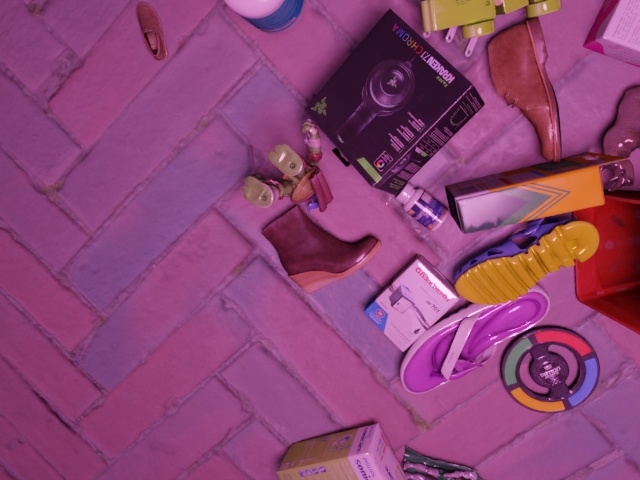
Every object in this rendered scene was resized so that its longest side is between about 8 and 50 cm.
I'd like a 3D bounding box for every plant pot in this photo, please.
[{"bbox_3d":[0.714,0.022,1.006,0.235,0.267,0.267,-8,102,-2],"label":"plant pot"}]

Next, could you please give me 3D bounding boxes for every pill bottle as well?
[{"bbox_3d":[0.237,-0.081,1.141,0.120,0.067,0.067,38,106,-1],"label":"pill bottle"},{"bbox_3d":[-0.121,-0.521,0.994,0.146,0.264,0.146,2,104,8],"label":"pill bottle"}]

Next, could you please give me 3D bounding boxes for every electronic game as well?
[{"bbox_3d":[0.562,0.320,1.192,0.229,0.048,0.229,2,103,9],"label":"electronic game"}]

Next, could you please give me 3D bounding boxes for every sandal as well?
[{"bbox_3d":[0.452,0.038,1.104,0.317,0.138,0.126,-27,112,16],"label":"sandal"},{"bbox_3d":[0.362,0.247,1.157,0.416,0.102,0.169,-41,114,14],"label":"sandal"}]

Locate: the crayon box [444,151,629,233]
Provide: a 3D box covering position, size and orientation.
[{"bbox_3d":[0.443,-0.104,1.032,0.322,0.203,0.083,-13,101,12],"label":"crayon box"}]

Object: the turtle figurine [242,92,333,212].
[{"bbox_3d":[-0.093,-0.176,1.072,0.197,0.266,0.275,-12,98,13],"label":"turtle figurine"}]

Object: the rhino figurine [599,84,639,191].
[{"bbox_3d":[0.657,-0.214,1.023,0.106,0.073,0.243,24,91,3],"label":"rhino figurine"}]

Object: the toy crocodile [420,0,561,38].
[{"bbox_3d":[0.369,-0.492,0.979,0.340,0.105,0.115,-16,112,3],"label":"toy crocodile"}]

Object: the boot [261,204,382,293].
[{"bbox_3d":[0.000,0.000,1.184,0.248,0.090,0.207,-31,99,18],"label":"boot"}]

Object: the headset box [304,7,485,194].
[{"bbox_3d":[0.140,-0.269,1.002,0.283,0.131,0.246,-45,69,20],"label":"headset box"}]

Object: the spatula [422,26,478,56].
[{"bbox_3d":[0.318,-0.524,1.017,0.168,0.019,0.242,11,108,-28],"label":"spatula"}]

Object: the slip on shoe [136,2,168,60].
[{"bbox_3d":[-0.406,-0.500,1.158,0.051,0.041,0.135,-12,101,11],"label":"slip on shoe"}]

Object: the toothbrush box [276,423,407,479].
[{"bbox_3d":[0.061,0.631,1.282,0.283,0.122,0.206,-24,98,25],"label":"toothbrush box"}]

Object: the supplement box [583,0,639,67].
[{"bbox_3d":[0.674,-0.413,0.973,0.220,0.111,0.114,20,105,3],"label":"supplement box"}]

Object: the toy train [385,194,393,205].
[{"bbox_3d":[0.168,-0.220,1.108,0.143,0.105,0.248,39,106,9],"label":"toy train"}]

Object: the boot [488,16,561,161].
[{"bbox_3d":[0.446,-0.308,1.046,0.115,0.112,0.305,-15,92,23],"label":"boot"}]

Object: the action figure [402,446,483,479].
[{"bbox_3d":[0.335,0.635,1.293,0.232,0.063,0.137,6,113,10],"label":"action figure"}]

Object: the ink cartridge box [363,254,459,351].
[{"bbox_3d":[0.221,0.150,1.183,0.139,0.082,0.191,44,107,7],"label":"ink cartridge box"}]
